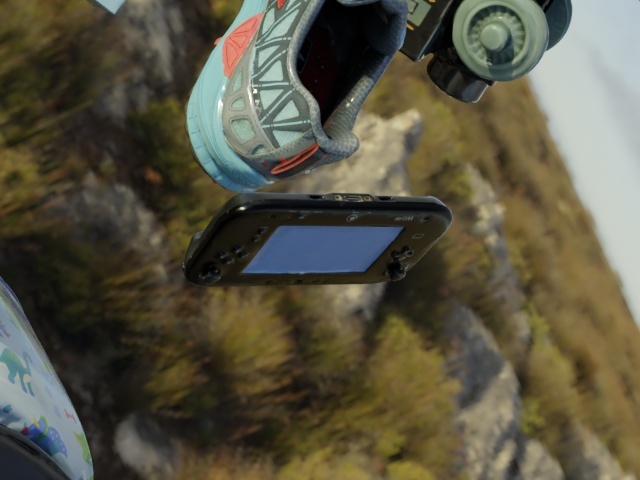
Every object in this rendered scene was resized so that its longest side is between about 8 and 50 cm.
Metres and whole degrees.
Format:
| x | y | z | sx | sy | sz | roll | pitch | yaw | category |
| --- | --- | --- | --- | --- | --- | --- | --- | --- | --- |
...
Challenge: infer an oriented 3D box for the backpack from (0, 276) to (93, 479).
| x | y | z | sx | sy | sz | roll | pitch | yaw | category |
| --- | --- | --- | --- | --- | --- | --- | --- | --- | --- |
| -0.370 | 0.156 | 1.408 | 0.355 | 0.273 | 0.290 | 28 | -17 | 49 | backpack |

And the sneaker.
| x | y | z | sx | sy | sz | roll | pitch | yaw | category |
| --- | --- | --- | --- | --- | --- | --- | --- | --- | --- |
| 0.016 | -0.149 | 0.899 | 0.104 | 0.125 | 0.262 | 30 | 68 | -39 | sneaker |

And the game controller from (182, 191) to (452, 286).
| x | y | z | sx | sy | sz | roll | pitch | yaw | category |
| --- | --- | --- | --- | --- | --- | --- | --- | --- | --- |
| 0.000 | 0.000 | 1.693 | 0.319 | 0.166 | 0.067 | -1 | 66 | -34 | game controller |

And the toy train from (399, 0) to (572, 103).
| x | y | z | sx | sy | sz | roll | pitch | yaw | category |
| --- | --- | --- | --- | --- | --- | --- | --- | --- | --- |
| 0.149 | -0.271 | 1.134 | 0.190 | 0.334 | 0.142 | 35 | 30 | 6 | toy train |

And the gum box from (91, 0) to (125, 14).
| x | y | z | sx | sy | sz | roll | pitch | yaw | category |
| --- | --- | --- | --- | --- | --- | --- | --- | --- | --- |
| -0.349 | -0.378 | 1.937 | 0.184 | 0.041 | 0.157 | 36 | 0 | -22 | gum box |
